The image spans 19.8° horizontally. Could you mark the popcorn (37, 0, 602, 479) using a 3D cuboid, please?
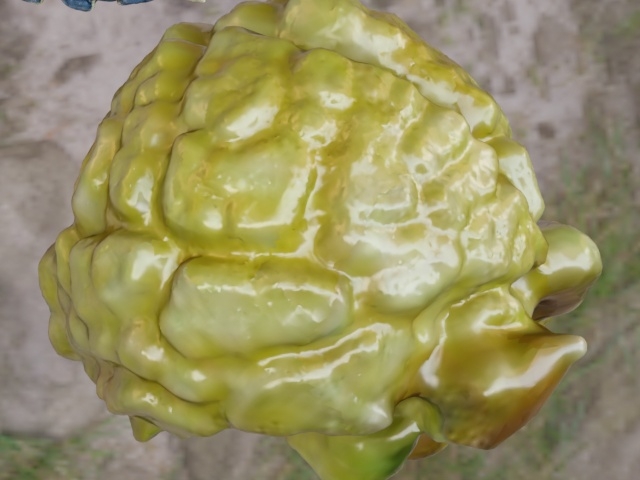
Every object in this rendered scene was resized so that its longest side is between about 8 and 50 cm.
[{"bbox_3d":[0.000,0.000,0.870,0.258,0.270,0.224,18,102,-35],"label":"popcorn"}]

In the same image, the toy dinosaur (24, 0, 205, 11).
[{"bbox_3d":[-0.075,-0.097,0.631,0.047,0.083,0.031,-17,113,-46],"label":"toy dinosaur"}]
